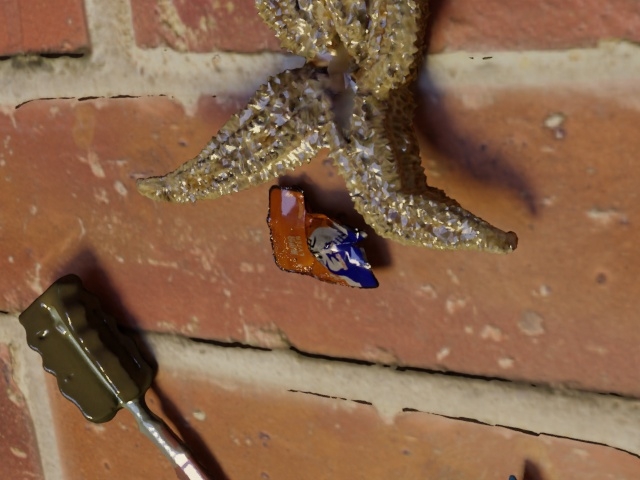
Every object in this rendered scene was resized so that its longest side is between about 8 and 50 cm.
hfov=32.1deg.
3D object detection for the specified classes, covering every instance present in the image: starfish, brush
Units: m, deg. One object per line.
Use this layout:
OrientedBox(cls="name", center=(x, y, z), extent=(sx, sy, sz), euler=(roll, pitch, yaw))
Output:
OrientedBox(cls="starfish", center=(0.002, -0.153, 0.775), extent=(0.302, 0.084, 0.293), euler=(11, 110, 28))
OrientedBox(cls="brush", center=(-0.165, 0.165, 1.031), extent=(0.301, 0.071, 0.084), euler=(50, 125, 2))

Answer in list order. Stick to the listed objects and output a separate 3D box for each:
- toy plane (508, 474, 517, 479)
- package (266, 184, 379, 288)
OrientedBox(cls="toy plane", center=(0.191, 0.307, 0.784), extent=(0.271, 0.105, 0.254), euler=(50, 138, 34))
OrientedBox(cls="package", center=(0.001, 0.000, 0.867), extent=(0.111, 0.033, 0.077), euler=(19, 142, 44))
